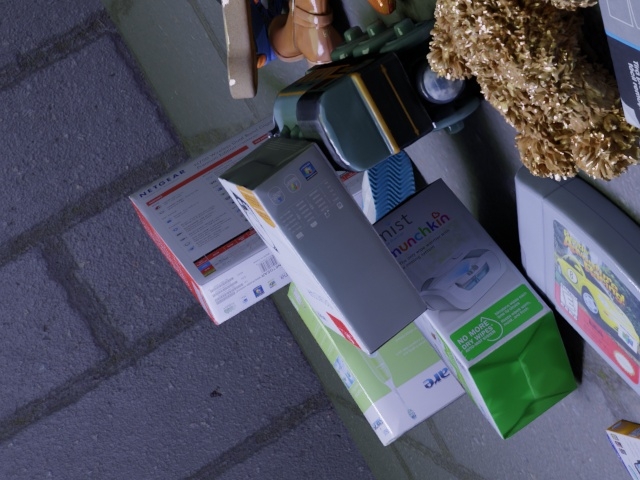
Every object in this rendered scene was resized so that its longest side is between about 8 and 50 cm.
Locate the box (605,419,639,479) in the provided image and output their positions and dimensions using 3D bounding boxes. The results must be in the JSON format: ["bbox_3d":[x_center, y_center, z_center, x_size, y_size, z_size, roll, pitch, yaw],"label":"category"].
[{"bbox_3d":[0.392,0.260,1.487,0.081,0.028,0.136,60,170,-6],"label":"box"}]

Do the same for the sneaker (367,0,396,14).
[{"bbox_3d":[0.026,-0.325,1.433,0.175,0.067,0.064,54,166,12],"label":"sneaker"}]

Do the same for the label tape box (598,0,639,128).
[{"bbox_3d":[0.296,-0.132,0.715,0.334,0.106,0.240,43,161,53],"label":"label tape box"}]

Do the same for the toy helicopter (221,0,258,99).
[{"bbox_3d":[-0.121,-0.367,1.697,0.235,0.140,0.355,-90,-4,-61],"label":"toy helicopter"}]

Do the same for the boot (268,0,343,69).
[{"bbox_3d":[-0.023,-0.310,1.696,0.197,0.073,0.152,48,156,46],"label":"boot"}]

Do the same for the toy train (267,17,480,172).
[{"bbox_3d":[0.047,-0.164,1.445,0.142,0.190,0.334,62,168,-14],"label":"toy train"}]

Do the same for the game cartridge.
[{"bbox_3d":[0.303,0.051,1.278,0.294,0.060,0.196,50,161,37],"label":"game cartridge"}]

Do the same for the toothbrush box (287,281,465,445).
[{"bbox_3d":[0.111,0.133,1.881,0.283,0.206,0.122,56,167,11],"label":"toothbrush box"}]

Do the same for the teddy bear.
[{"bbox_3d":[0.165,-0.191,1.095,0.245,0.113,0.338,36,155,56],"label":"teddy bear"}]

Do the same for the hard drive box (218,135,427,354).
[{"bbox_3d":[0.000,0.000,1.425,0.232,0.089,0.181,54,171,-15],"label":"hard drive box"}]

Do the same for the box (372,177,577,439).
[{"bbox_3d":[0.187,0.092,1.545,0.231,0.127,0.262,54,179,33],"label":"box"}]

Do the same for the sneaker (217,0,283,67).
[{"bbox_3d":[-0.104,-0.364,1.838,0.083,0.087,0.221,-6,99,53],"label":"sneaker"}]

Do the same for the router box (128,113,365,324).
[{"bbox_3d":[-0.087,-0.057,1.910,0.301,0.335,0.082,46,163,50],"label":"router box"}]

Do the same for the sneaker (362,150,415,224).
[{"bbox_3d":[0.100,-0.009,1.732,0.092,0.087,0.228,89,-177,-74],"label":"sneaker"}]
